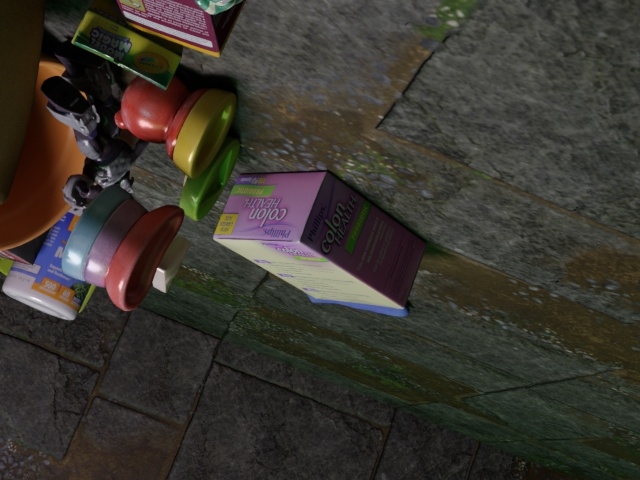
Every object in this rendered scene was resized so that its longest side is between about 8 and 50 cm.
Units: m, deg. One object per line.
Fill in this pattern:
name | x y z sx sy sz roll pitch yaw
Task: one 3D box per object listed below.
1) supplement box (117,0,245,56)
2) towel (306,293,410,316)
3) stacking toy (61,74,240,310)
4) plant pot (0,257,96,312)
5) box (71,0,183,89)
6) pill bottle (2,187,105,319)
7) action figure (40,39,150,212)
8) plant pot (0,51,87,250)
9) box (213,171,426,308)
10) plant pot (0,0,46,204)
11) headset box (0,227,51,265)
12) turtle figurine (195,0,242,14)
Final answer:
supplement box | -0.132 -0.255 0.839 0.104 0.080 0.188 20 165 6
towel | 0.011 0.066 1.819 0.243 0.040 0.336 10 161 33
stacking toy | -0.232 -0.069 1.261 0.130 0.309 0.279 28 175 4
plant pot | -0.609 -0.003 2.064 0.207 0.228 0.227 20 166 34
box | -0.198 -0.212 0.982 0.105 0.043 0.179 25 -161 -16
pill bottle | -0.492 0.005 1.823 0.152 0.272 0.152 20 165 6
action figure | -0.304 -0.138 1.301 0.099 0.185 0.285 21 155 15
plant pot | -0.482 -0.156 1.317 0.203 0.291 0.291 31 171 27
box | 0.000 0.000 1.464 0.243 0.117 0.214 32 161 -37
plant pot | -0.401 -0.202 1.001 0.237 0.254 0.237 26 -167 -7
headset box | -0.606 -0.089 1.758 0.293 0.218 0.110 13 163 30
turtle figurine | -0.044 -0.241 0.671 0.234 0.175 0.118 25 -176 17
